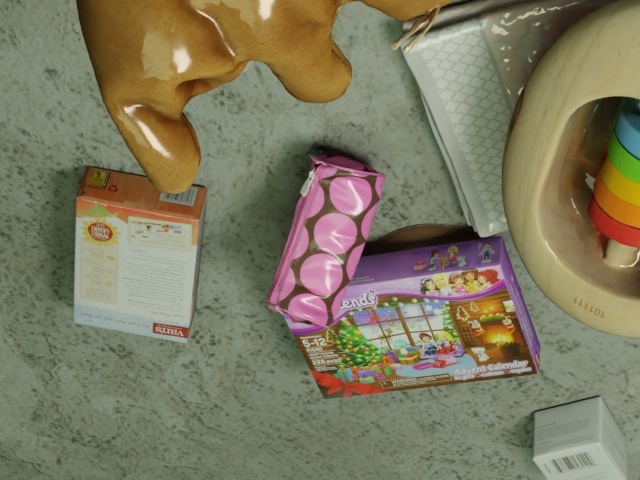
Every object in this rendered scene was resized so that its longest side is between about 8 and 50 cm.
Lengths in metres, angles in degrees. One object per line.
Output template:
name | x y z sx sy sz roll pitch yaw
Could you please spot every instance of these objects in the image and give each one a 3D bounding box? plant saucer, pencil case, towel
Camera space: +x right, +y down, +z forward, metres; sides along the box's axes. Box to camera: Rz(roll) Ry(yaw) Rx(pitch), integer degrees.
plant saucer | 0.148 0.062 2.077 0.199 0.036 0.198 4 135 4
pencil case | 0.000 0.000 1.944 0.098 0.095 0.209 7 103 -44
towel | 0.281 -0.146 1.841 0.317 0.053 0.332 -10 132 18

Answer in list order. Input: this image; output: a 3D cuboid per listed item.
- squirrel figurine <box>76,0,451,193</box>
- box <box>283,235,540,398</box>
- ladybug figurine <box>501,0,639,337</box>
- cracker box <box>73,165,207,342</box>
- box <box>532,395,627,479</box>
squirrel figurine | -0.053 -0.300 1.518 0.370 0.281 0.397 -16 130 16
box | 0.112 0.103 2.055 0.293 0.057 0.201 -9 131 18
ladybug figurine | 0.354 -0.091 1.699 0.305 0.162 0.449 31 138 14
cracker box | -0.233 0.021 2.079 0.156 0.067 0.232 11 134 0
box | 0.355 0.284 2.222 0.101 0.087 0.102 -18 129 24
